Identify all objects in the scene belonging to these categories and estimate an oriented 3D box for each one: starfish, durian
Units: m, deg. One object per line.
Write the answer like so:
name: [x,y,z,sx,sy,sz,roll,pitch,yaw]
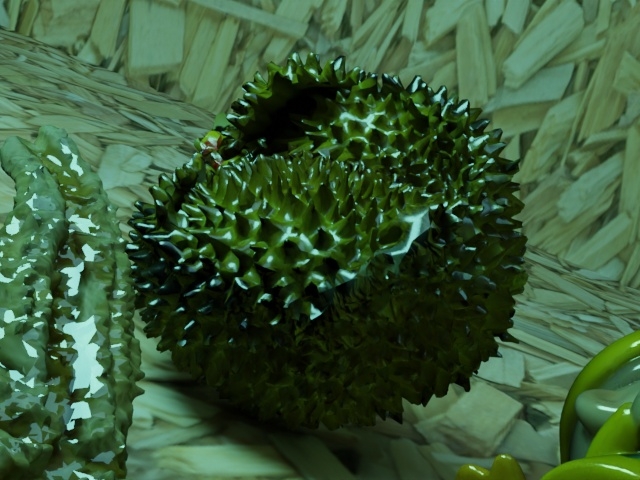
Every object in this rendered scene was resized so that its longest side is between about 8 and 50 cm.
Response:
starfish: [-0.174,0.053,0.591,0.324,0.082,0.432,19,32,-41]
durian: [-0.002,0.010,0.957,0.292,0.258,0.258,6,3,24]

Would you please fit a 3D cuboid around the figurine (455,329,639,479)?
figurine: [0.214,0.148,0.849,0.215,0.187,0.343,37,22,27]
